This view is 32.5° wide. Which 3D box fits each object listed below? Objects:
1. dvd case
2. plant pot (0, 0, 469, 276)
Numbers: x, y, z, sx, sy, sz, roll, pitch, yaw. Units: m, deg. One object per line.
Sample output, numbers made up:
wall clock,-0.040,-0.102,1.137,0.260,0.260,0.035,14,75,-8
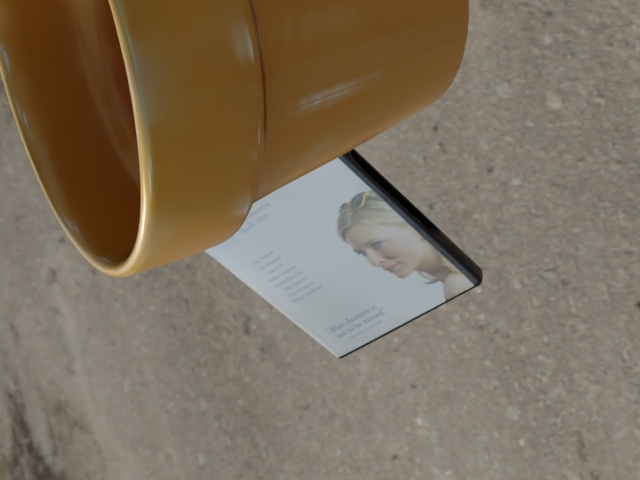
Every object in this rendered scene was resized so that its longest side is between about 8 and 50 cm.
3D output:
dvd case,0.000,0.000,0.992,0.180,0.253,0.022,-31,31,32
plant pot,-0.041,-0.107,0.529,0.205,0.187,0.205,41,141,46
